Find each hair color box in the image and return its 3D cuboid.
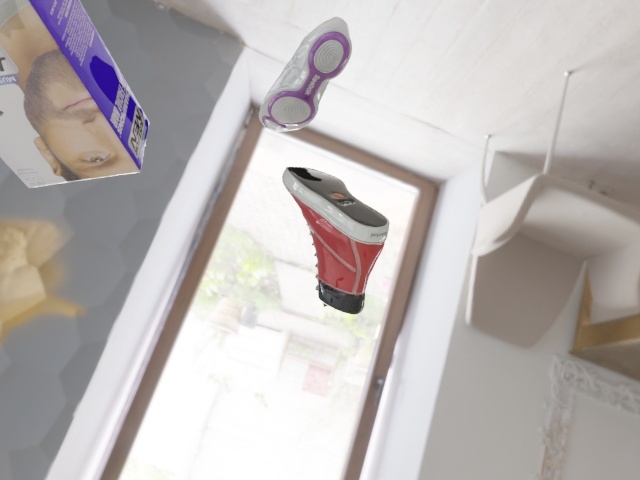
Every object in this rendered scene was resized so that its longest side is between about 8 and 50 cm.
[{"bbox_3d":[-0.378,-0.218,0.792,0.185,0.110,0.339,-7,148,8],"label":"hair color box"}]

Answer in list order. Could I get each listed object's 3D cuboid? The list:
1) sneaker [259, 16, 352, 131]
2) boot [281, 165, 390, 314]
[{"bbox_3d":[-0.028,-0.367,1.378,0.114,0.152,0.305,31,127,-22],"label":"sneaker"},{"bbox_3d":[0.000,0.000,0.942,0.088,0.176,0.244,-5,-147,-32],"label":"boot"}]
